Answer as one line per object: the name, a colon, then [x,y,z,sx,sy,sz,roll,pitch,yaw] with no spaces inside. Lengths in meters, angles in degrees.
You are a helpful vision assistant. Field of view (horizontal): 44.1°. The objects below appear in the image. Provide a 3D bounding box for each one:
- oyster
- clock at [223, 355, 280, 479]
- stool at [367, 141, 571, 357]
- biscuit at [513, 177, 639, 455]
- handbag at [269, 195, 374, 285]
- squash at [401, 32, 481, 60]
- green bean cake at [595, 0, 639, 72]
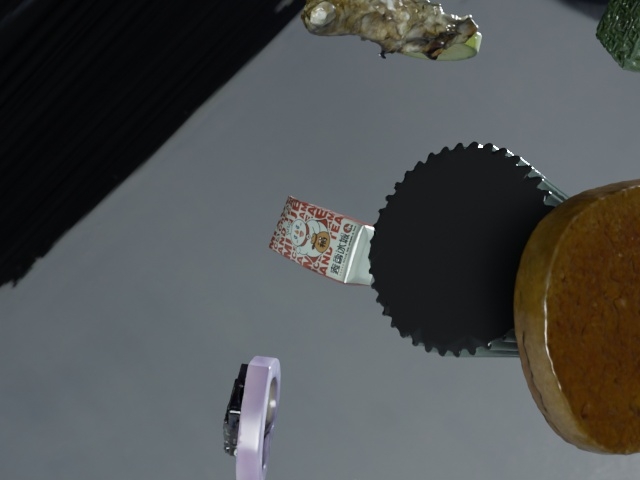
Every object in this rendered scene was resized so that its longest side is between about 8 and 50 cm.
oyster: [0.070,-0.356,1.228,0.396,0.111,0.204,-4,32,-46]
clock: [-0.099,0.241,1.118,0.198,0.064,0.172,-81,173,-56]
stool: [0.285,0.041,1.186,0.330,0.297,0.297,18,25,-48]
biscuit: [0.378,0.101,0.931,0.070,0.394,0.350,-13,-96,57]
handbag: [0.000,0.000,2.054,0.298,0.171,0.151,19,5,28]
squash: [0.274,-0.501,1.985,0.252,0.049,0.252,8,4,-1]
green bean cake: [0.724,-0.493,1.800,0.094,0.173,0.181,-2,49,-20]
